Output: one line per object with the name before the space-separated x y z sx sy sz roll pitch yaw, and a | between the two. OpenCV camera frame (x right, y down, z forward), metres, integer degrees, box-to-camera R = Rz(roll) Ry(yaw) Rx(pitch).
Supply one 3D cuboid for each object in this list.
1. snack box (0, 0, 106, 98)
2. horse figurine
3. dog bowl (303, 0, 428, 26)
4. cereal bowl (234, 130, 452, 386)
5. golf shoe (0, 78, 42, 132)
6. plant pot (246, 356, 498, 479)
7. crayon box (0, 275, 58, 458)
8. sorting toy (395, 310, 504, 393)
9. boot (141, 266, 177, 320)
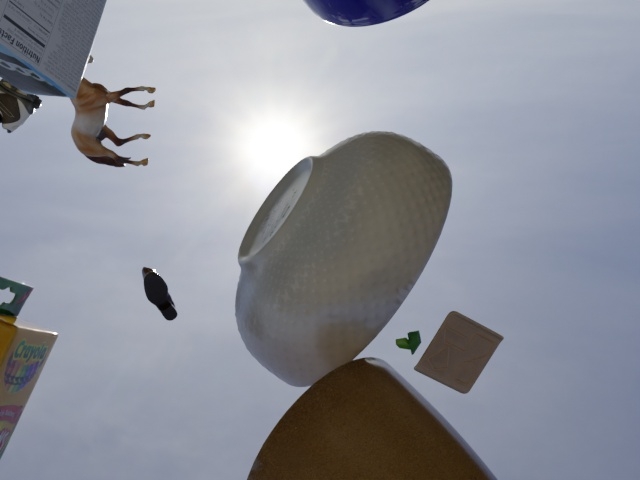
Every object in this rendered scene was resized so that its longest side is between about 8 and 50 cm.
snack box | -0.253 -0.249 0.584 0.060 0.187 0.322 10 168 22
horse figurine | -0.399 -0.222 1.582 0.174 0.263 0.066 6 -133 -12
dog bowl | 0.067 -0.415 1.126 0.265 0.104 0.265 -13 -123 21
cereal bowl | 0.000 0.000 1.050 0.141 0.339 0.339 34 -158 -17
golf shoe | -0.579 -0.250 1.465 0.198 0.077 0.094 24 -103 21
plant pot | 0.093 0.282 0.859 0.254 0.237 0.237 31 -137 34
crayon box | -0.481 0.213 1.223 0.081 0.318 0.202 22 172 3
sorting toy | 0.104 0.087 0.708 0.083 0.062 0.012 28 -168 -21
boot | -0.277 0.066 1.414 0.037 0.106 0.114 -24 -142 -11
